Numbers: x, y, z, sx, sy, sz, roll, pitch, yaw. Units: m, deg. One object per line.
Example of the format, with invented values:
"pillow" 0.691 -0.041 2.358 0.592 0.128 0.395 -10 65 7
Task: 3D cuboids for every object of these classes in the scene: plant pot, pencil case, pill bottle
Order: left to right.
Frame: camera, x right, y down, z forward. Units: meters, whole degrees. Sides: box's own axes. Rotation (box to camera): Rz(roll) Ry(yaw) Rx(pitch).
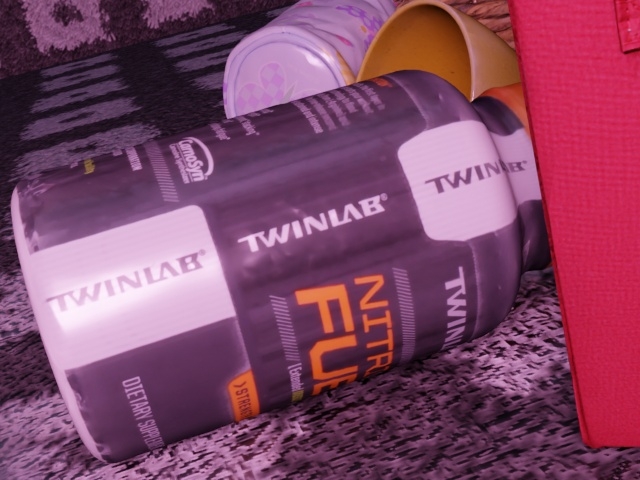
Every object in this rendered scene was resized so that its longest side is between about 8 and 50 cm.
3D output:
"pill bottle" 0.000 0.000 0.437 0.245 0.130 0.130 -18 19 -10
"pencil case" 0.012 -0.166 0.878 0.124 0.113 0.273 11 29 13
"plant pot" 0.095 -0.086 0.652 0.095 0.134 0.134 5 8 -31

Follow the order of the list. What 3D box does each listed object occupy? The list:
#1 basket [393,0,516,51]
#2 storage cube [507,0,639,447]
"basket" 0.228 -0.228 0.798 0.223 0.213 0.299 -26 22 -29
"storage cube" 0.187 -0.049 0.350 0.183 0.193 0.215 -3 22 29
